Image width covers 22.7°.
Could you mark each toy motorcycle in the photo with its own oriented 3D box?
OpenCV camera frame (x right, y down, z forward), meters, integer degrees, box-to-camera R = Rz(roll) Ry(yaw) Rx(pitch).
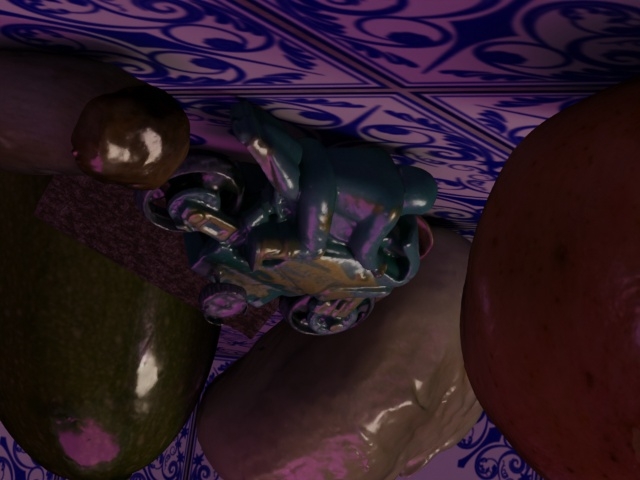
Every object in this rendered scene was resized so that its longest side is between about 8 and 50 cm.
[{"bbox_3d":[-0.009,-0.010,1.268,0.198,0.109,0.296,-31,142,22],"label":"toy motorcycle"}]

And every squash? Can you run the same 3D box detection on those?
[{"bbox_3d":[-0.247,0.086,1.598,0.310,0.309,0.310,10,172,1],"label":"squash"}]

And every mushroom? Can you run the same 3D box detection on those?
[{"bbox_3d":[-0.246,-0.095,1.132,0.333,0.087,0.107,8,169,26],"label":"mushroom"}]

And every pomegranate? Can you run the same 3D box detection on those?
[{"bbox_3d":[0.236,0.064,0.909,0.338,0.338,0.338,8,172,1],"label":"pomegranate"}]

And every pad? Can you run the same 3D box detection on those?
[{"bbox_3d":[-0.132,-0.004,1.415,0.235,0.003,0.158,30,141,-8],"label":"pad"}]

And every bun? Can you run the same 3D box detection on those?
[{"bbox_3d":[0.053,0.139,1.626,0.213,0.361,0.361,51,169,0],"label":"bun"}]

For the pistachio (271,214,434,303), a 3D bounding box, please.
[{"bbox_3d":[0.000,0.000,1.460,0.206,0.129,0.131,-2,123,32],"label":"pistachio"}]
